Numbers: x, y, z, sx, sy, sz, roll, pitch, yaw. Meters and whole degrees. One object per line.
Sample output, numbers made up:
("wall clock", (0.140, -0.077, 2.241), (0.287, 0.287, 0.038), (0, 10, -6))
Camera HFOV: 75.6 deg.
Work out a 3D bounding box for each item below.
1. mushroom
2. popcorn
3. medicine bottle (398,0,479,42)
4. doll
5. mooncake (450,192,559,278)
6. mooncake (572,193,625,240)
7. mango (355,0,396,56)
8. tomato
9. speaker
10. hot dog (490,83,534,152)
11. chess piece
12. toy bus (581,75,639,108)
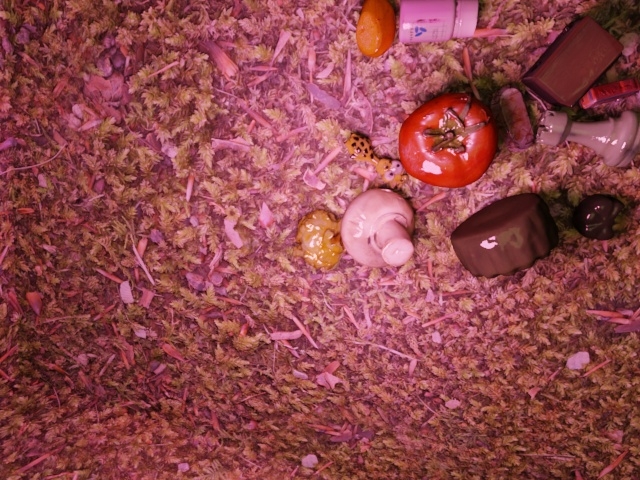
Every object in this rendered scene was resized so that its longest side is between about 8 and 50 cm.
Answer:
("mushroom", (0.219, -0.021, 1.602), (0.314, 0.356, 0.315), (10, 142, 8))
("popcorn", (0.000, 0.000, 1.718), (0.254, 0.195, 0.257), (-15, 86, 9))
("medicine bottle", (0.399, -0.764, 1.418), (0.254, 0.152, 0.152), (3, 108, 9))
("doll", (0.219, -0.315, 1.630), (0.291, 0.086, 0.117), (37, 80, -5))
("mooncake", (0.668, -0.011, 1.508), (0.356, 0.356, 0.194), (-31, 98, 18))
("mooncake", (1.052, -0.083, 1.551), (0.168, 0.104, 0.175), (-24, 106, 10))
("mango", (0.200, -0.773, 1.480), (0.141, 0.102, 0.218), (5, 107, 33))
("tomato", (0.452, -0.355, 1.485), (0.340, 0.273, 0.342), (1, 94, 14))
("speaker", (0.839, -0.591, 1.394), (0.192, 0.153, 0.231), (36, 110, -4))
("hot dog", (0.707, -0.441, 1.515), (0.131, 0.069, 0.253), (-25, 105, 7))
("chess piece", (0.929, -0.375, 1.443), (0.298, 0.194, 0.195), (14, 110, 14))
("toy bus", (0.989, -0.504, 1.408), (0.192, 0.077, 0.065), (-16, 87, -6))
